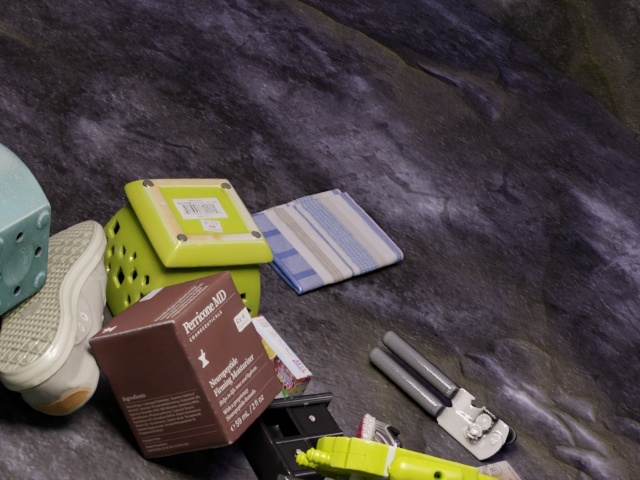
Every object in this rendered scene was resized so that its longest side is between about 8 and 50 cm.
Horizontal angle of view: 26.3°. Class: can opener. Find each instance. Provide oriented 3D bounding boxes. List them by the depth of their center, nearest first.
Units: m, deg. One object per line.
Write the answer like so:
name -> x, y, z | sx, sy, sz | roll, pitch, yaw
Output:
can opener -> 0.202, 0.263, 2.302 | 0.280, 0.074, 0.093 | 39, 2, 18

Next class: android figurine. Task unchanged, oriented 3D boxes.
android figurine -> 0.104, 0.318, 1.848 | 0.272, 0.248, 0.056 | 15, 74, -12

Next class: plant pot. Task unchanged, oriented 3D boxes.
plant pot -> -0.535, -0.009, 1.984 | 0.252, 0.248, 0.247 | 22, 31, 21
plant pot -> -0.220, 0.024, 2.223 | 0.228, 0.207, 0.227 | -2, 43, -33

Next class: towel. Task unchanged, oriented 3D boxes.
towel -> 0.000, 0.000, 2.551 | 0.285, 0.034, 0.209 | -18, 54, -43

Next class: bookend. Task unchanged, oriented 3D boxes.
bookend -> -0.025, 0.316, 2.068 | 0.156, 0.072, 0.157 | -2, 42, -34

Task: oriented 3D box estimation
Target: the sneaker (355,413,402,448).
sneaker -> 0.092, 0.336, 2.121 | 0.074, 0.063, 0.170 | 15, 30, -4

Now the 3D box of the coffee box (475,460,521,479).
coffee box -> 0.210, 0.429, 2.036 | 0.246, 0.098, 0.141 | -6, 43, -37

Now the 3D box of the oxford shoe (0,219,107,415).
oxford shoe -> -0.393, 0.114, 2.077 | 0.130, 0.169, 0.449 | 57, 12, -27

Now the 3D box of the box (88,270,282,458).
box -> -0.193, 0.182, 1.985 | 0.168, 0.167, 0.203 | -44, 115, -54

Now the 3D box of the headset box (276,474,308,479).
headset box -> 0.032, 0.449, 1.735 | 0.218, 0.110, 0.293 | 12, 29, -7

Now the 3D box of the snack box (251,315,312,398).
snack box -> -0.082, 0.203, 2.160 | 0.037, 0.100, 0.141 | -10, 46, -42
